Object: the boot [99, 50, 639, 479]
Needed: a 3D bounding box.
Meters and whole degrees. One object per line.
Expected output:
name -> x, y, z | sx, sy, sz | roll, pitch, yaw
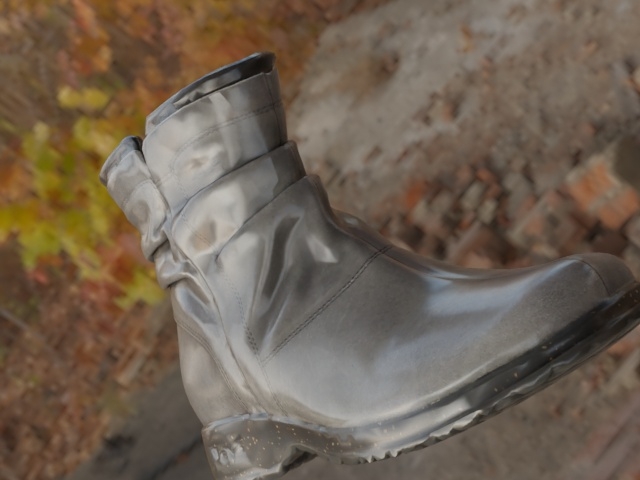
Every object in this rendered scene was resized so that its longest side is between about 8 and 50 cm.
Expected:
boot -> 0.000, 0.000, 0.854 | 0.118, 0.222, 0.338 | -21, -1, -43
